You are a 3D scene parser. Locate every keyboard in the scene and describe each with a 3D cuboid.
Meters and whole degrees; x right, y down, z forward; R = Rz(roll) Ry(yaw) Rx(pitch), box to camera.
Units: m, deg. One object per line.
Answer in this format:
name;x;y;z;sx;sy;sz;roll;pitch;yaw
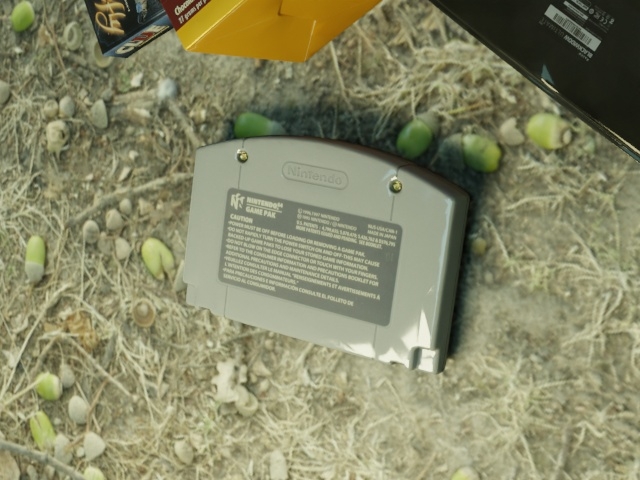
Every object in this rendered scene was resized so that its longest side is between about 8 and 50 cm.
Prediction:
keyboard;0.238;-0.211;0.949;0.317;0.033;0.201;43;121;20

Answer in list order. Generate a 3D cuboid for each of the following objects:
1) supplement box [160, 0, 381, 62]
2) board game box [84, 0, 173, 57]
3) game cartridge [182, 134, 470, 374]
supplement box;-0.064;-0.283;1.035;0.129;0.191;0.194;-34;76;30
board game box;-0.200;-0.340;1.201;0.165;0.042;0.243;-25;82;31
game cartridge;0.000;0.000;1.107;0.297;0.062;0.198;14;98;30
